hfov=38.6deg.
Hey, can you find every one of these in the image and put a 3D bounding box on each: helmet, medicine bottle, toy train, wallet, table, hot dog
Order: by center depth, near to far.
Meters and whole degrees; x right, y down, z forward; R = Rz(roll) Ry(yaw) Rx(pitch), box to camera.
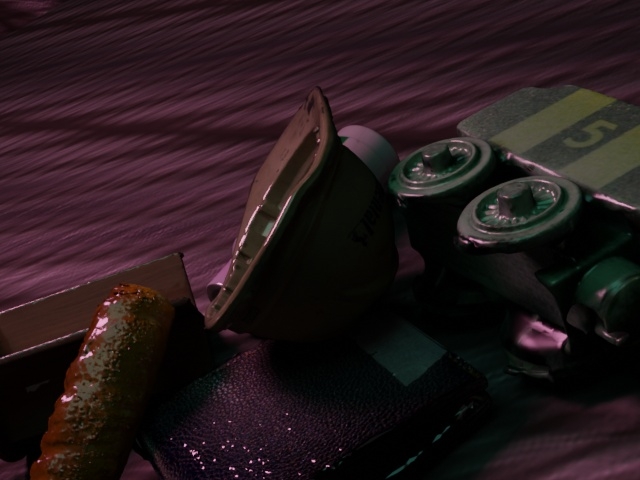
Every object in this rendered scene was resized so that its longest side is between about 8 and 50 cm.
[{"bbox_3d":[0.196,-0.022,0.764,0.238,0.167,0.299,-30,32,-13],"label":"toy train"},{"bbox_3d":[-0.016,0.154,0.771,0.262,0.071,0.221,-33,26,-14],"label":"wallet"},{"bbox_3d":[-0.202,0.170,0.786,0.083,0.068,0.289,4,65,27],"label":"hot dog"},{"bbox_3d":[0.004,-0.001,0.829,0.204,0.137,0.257,-50,18,44],"label":"helmet"},{"bbox_3d":[-0.227,0.108,0.927,0.227,0.167,0.167,-19,31,-1],"label":"table"},{"bbox_3d":[-0.016,-0.016,0.982,0.095,0.095,0.260,8,45,45],"label":"medicine bottle"}]
